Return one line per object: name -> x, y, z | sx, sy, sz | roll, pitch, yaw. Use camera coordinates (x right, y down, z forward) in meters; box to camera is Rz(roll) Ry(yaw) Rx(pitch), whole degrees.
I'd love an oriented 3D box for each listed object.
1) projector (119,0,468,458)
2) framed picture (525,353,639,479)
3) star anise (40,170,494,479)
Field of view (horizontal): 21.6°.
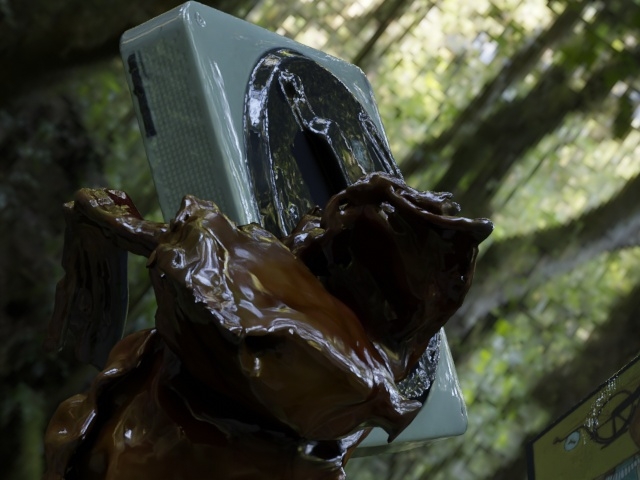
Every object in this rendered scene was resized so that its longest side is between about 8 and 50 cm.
projector -> 0.000, 0.000, 1.000 | 0.079, 0.257, 0.259 | -20, -12, 22
framed picture -> 0.234, 0.189, 1.165 | 0.013, 0.324, 0.244 | 34, -58, -19
star anise -> -0.049, 0.050, 0.717 | 0.148, 0.237, 0.346 | 43, -13, -17
